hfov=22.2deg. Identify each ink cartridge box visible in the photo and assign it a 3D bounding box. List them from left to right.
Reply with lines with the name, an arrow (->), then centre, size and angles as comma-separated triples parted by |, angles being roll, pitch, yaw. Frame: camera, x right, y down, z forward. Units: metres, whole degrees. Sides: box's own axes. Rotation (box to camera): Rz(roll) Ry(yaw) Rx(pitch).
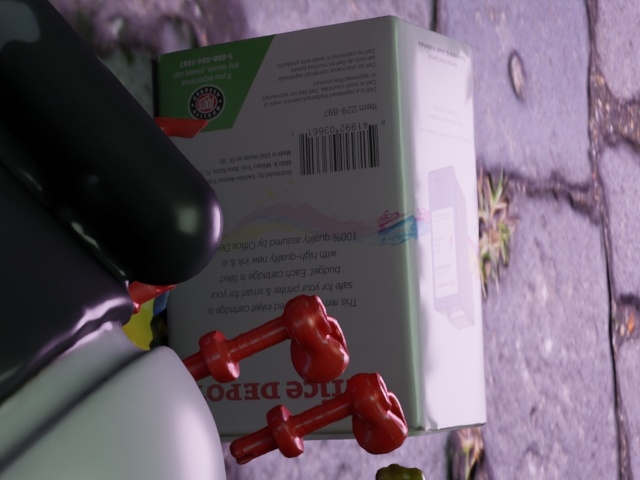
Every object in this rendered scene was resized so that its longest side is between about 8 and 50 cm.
ink cartridge box -> 0.000, 0.000, 0.879 | 0.093, 0.154, 0.212 | 8, 78, -59

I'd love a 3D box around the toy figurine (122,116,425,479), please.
toy figurine -> -0.076, 0.041, 0.731 | 0.362, 0.191, 0.217 | 57, 10, -38

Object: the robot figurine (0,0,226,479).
robot figurine -> -0.153, 0.035, 0.459 | 0.278, 0.209, 0.173 | 45, 27, 3
